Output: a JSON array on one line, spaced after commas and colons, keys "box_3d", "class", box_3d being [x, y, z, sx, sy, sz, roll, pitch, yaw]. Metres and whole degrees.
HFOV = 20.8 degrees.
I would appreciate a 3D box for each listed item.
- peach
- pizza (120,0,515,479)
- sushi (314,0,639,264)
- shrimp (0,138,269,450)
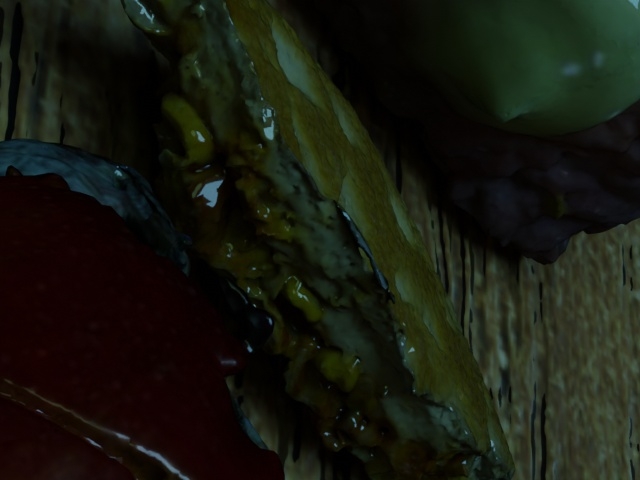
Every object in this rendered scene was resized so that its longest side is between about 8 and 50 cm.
[{"box_3d": [-0.081, 0.096, 0.390, 0.190, 0.196, 0.226, 76, 25, -56], "class": "peach"}, {"box_3d": [-0.002, 0.002, 0.605, 0.246, 0.058, 0.127, 53, 18, -40], "class": "pizza"}, {"box_3d": [0.108, -0.127, 0.701, 0.270, 0.171, 0.236, 59, 41, -24], "class": "sushi"}, {"box_3d": [-0.050, 0.067, 0.496, 0.079, 0.090, 0.233, -2, 56, -45], "class": "shrimp"}]
